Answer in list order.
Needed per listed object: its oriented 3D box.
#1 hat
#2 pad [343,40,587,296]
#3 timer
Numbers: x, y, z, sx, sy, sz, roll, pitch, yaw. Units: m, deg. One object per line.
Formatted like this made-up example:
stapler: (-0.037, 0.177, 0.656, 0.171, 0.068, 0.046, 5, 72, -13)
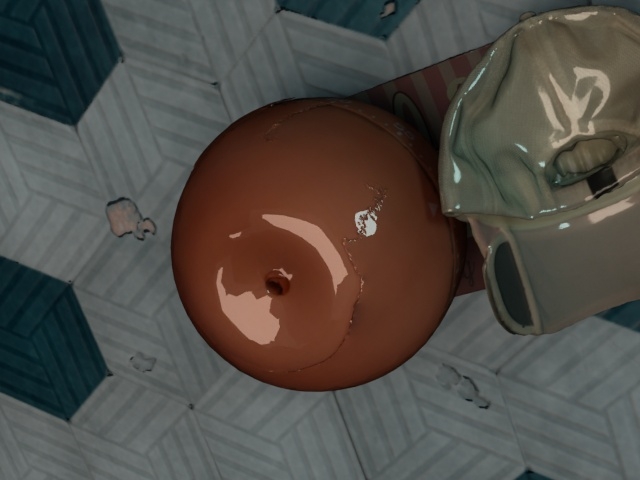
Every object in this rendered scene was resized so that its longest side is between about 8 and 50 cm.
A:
hat: (0.205, -0.047, 0.898, 0.219, 0.164, 0.226, -19, 144, 9)
pad: (0.084, -0.040, 1.002, 0.299, 0.005, 0.202, -16, 106, 31)
timer: (0.000, 0.000, 0.933, 0.229, 0.215, 0.230, 7, 112, 17)
